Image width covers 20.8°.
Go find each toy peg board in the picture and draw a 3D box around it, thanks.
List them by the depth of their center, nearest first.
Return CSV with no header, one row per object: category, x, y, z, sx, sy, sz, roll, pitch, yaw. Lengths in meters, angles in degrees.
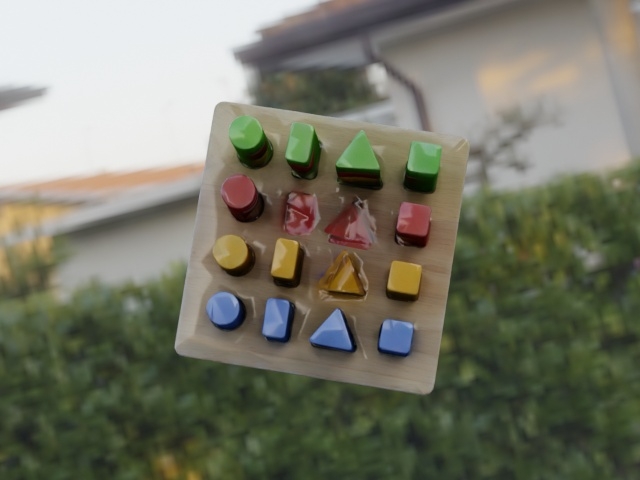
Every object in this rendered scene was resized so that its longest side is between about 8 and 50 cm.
toy peg board,0.000,0.000,1.044,0.161,0.161,0.079,9,-7,4
